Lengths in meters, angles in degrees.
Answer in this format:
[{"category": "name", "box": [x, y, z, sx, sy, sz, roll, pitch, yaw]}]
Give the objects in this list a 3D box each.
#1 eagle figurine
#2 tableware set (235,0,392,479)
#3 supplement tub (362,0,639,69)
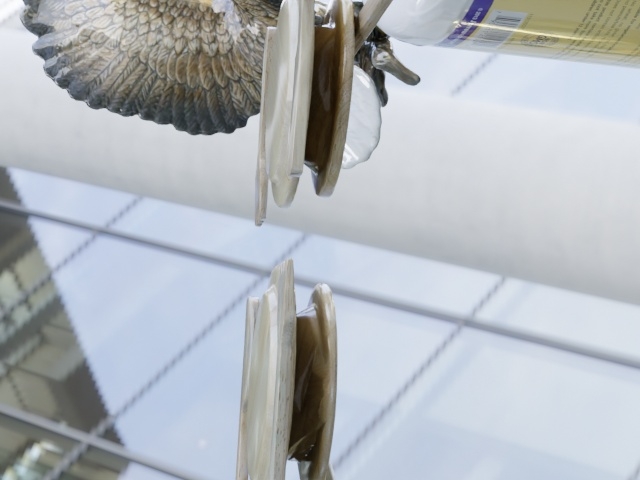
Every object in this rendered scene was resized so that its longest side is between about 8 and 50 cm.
[{"category": "eagle figurine", "box": [-0.075, -0.193, 1.341, 0.298, 0.225, 0.226, 12, -87, -23]}, {"category": "tableware set", "box": [0.000, 0.000, 0.607, 0.039, 0.128, 0.194, 5, -97, -8]}, {"category": "supplement tub", "box": [0.210, -0.245, 1.217, 0.331, 0.241, 0.241, 4, -82, -18]}]
